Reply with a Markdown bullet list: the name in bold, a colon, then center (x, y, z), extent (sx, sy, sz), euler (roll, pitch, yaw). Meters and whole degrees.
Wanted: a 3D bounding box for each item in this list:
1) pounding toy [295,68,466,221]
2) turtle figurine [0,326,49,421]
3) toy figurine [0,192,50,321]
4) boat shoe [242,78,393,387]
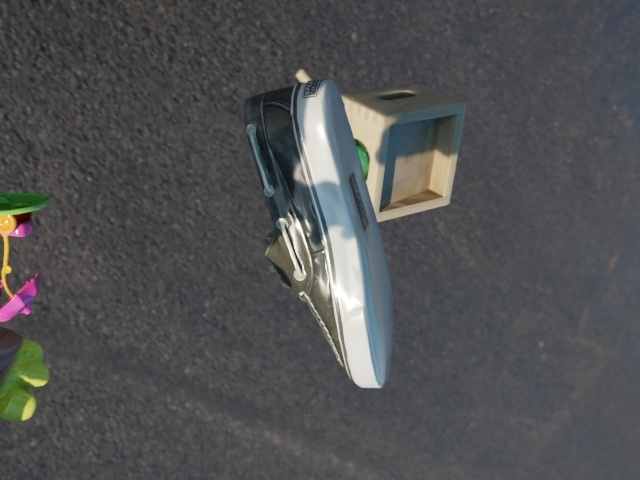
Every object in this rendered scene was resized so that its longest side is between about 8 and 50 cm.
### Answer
- **pounding toy**: center (0.054, -0.100, 0.999), extent (0.141, 0.100, 0.130), euler (-14, 122, -36)
- **turtle figurine**: center (-0.188, 0.068, 0.364), extent (0.217, 0.087, 0.270), euler (63, 28, -67)
- **toy figurine**: center (-0.432, 0.027, 1.320), extent (0.130, 0.173, 0.159), euler (-53, 142, -73)
- **boat shoe**: center (0.000, 0.000, 0.703), extent (0.078, 0.070, 0.220), euler (-43, 122, -67)
